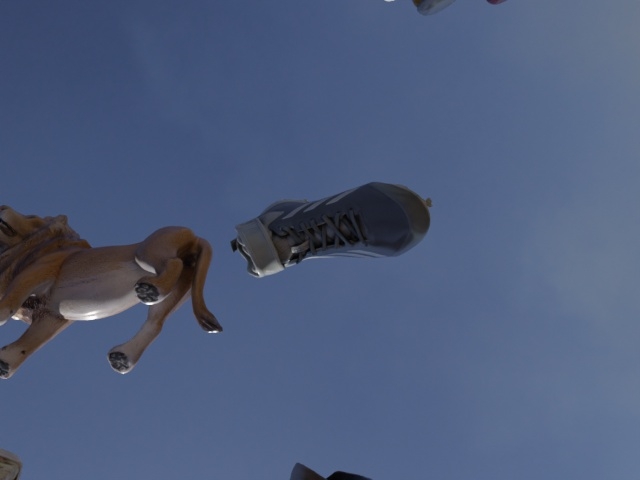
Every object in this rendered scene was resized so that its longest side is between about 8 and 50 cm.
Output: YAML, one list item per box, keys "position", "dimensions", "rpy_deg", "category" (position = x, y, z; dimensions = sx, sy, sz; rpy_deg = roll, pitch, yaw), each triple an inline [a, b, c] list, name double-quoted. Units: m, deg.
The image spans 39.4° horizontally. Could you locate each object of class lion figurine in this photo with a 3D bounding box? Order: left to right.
- position: [-0.251, 0.044, 1.058]
  dimensions: [0.240, 0.392, 0.142]
  rpy_deg: [-57, -38, -56]
  category: "lion figurine"

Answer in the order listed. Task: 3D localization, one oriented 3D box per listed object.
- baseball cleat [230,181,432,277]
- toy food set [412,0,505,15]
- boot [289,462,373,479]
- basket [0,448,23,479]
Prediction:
- position: [0.000, 0.000, 0.791]
  dimensions: [0.109, 0.206, 0.072]
  rpy_deg: [-33, -74, -38]
  category: "baseball cleat"
- position: [0.173, -0.213, 0.640]
  dimensions: [0.111, 0.232, 0.104]
  rpy_deg: [-28, -92, -47]
  category: "toy food set"
- position: [0.009, 0.219, 0.582]
  dimensions: [0.112, 0.305, 0.115]
  rpy_deg: [18, -96, -13]
  category: "boot"
- position: [-0.341, 0.255, 0.760]
  dimensions: [0.103, 0.113, 0.167]
  rpy_deg: [147, 143, -81]
  category: "basket"
